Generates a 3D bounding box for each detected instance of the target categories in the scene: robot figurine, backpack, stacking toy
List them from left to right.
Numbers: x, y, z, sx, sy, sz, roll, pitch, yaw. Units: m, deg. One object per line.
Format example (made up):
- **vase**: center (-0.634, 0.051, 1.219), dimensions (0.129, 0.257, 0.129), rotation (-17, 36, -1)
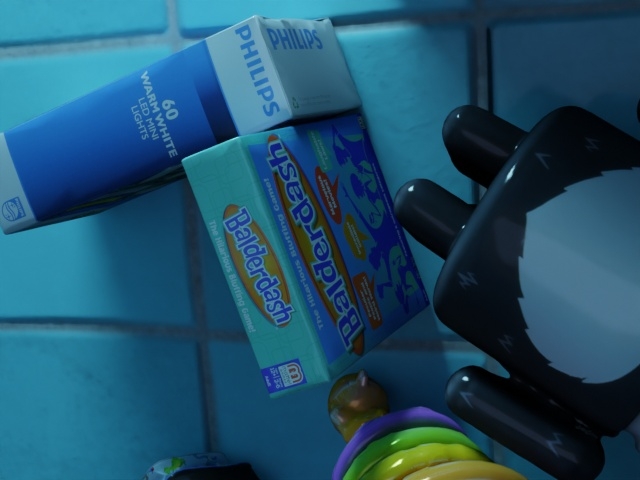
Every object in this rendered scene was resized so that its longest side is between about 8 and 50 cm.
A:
- **backpack**: center (-0.107, 0.234, 0.915), dimensions (0.084, 0.105, 0.114), rotation (45, 116, 34)
- **stacking toy**: center (0.064, 0.181, 0.759), dimensions (0.166, 0.302, 0.175), rotation (-4, 114, -15)
- **robot figurine**: center (0.183, 0.023, 0.707), dimensions (0.278, 0.173, 0.209), rotation (34, 129, 14)

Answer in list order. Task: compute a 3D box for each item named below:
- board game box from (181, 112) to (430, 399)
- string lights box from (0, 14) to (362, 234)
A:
- **board game box**: center (0.000, 0.000, 0.762), dimensions (0.047, 0.210, 0.160), rotation (-19, 93, 25)
- **string lights box**: center (-0.116, -0.087, 0.836), dimensions (0.260, 0.133, 0.076), rotation (-19, 91, 25)
